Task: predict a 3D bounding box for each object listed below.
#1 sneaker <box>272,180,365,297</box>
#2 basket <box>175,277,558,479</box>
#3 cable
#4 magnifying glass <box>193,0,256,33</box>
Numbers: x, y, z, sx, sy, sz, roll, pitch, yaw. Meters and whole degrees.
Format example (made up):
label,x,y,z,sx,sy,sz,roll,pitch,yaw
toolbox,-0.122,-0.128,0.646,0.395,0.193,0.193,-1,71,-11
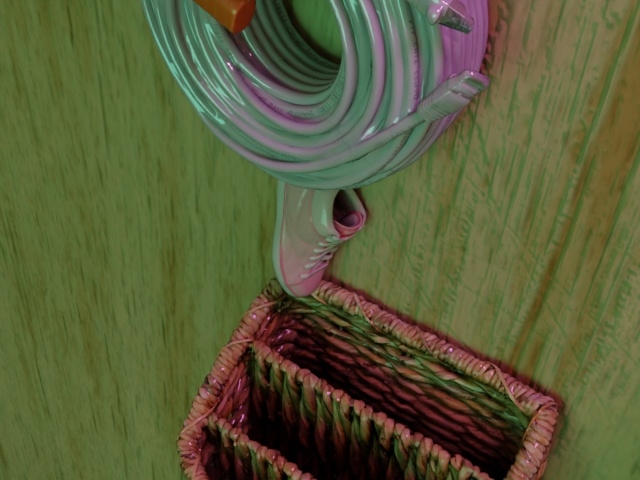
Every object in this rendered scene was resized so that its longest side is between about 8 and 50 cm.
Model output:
label,x,y,z,sx,sy,sz,roll,pitch,yaw
sneaker,0.000,0.000,0.785,0.070,0.051,0.134,24,128,34
basket,0.020,0.204,0.814,0.299,0.213,0.223,28,138,27
cable,-0.012,-0.157,0.636,0.257,0.089,0.257,50,144,1
magnifying glass,-0.133,-0.216,0.611,0.231,0.026,0.092,42,150,11
